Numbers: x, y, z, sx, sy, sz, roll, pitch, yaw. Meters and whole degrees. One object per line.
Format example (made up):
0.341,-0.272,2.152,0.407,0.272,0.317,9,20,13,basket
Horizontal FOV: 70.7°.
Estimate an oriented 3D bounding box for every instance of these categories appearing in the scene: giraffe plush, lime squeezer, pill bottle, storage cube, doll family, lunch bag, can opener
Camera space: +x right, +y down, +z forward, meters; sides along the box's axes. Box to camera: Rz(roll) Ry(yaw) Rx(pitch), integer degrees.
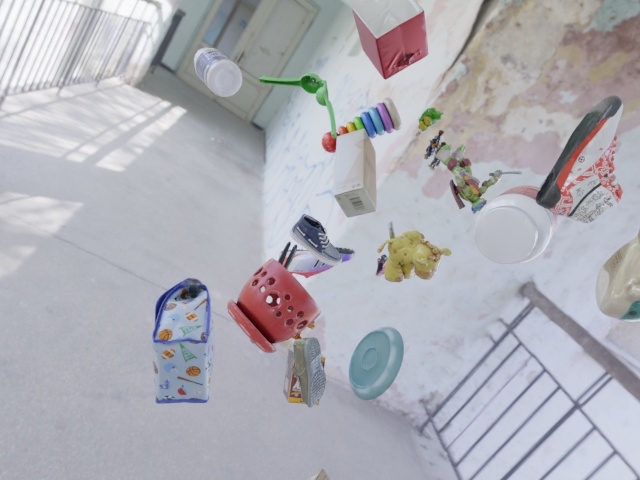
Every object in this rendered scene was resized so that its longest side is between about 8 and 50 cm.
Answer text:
0.294,0.048,1.359,0.170,0.181,0.210,23,-29,46,giraffe plush
-0.023,-0.363,1.117,0.109,0.059,0.310,-27,55,-28,lime squeezer
-0.285,-0.463,1.224,0.094,0.094,0.169,20,22,-44,pill bottle
0.246,-0.723,1.565,0.215,0.183,0.193,63,5,28,storage cube
0.475,-0.376,1.844,0.075,0.111,0.193,2,41,-14,doll family
0.652,-0.053,1.502,0.229,0.229,0.407,41,30,19,pill bottle
-0.531,0.379,1.762,0.238,0.328,0.386,5,30,-10,lunch bag
-0.133,0.091,1.568,0.059,0.186,0.073,17,10,-6,can opener

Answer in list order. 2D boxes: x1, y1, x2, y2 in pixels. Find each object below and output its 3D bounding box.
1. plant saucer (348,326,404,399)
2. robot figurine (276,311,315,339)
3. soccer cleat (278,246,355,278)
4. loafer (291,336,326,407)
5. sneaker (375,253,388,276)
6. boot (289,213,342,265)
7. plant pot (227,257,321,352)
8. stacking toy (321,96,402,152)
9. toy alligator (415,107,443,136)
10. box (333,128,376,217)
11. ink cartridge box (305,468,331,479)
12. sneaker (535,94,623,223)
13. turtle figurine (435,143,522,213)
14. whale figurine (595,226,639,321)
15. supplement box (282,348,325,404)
0.215,0.493,1.858,0.043,0.318,0.318,32,16,-22,plant saucer
-0.173,0.369,1.931,0.290,0.211,0.085,8,45,-43,robot figurine
-0.014,0.086,1.709,0.318,0.117,0.108,-6,-7,27,soccer cleat
-0.043,0.430,1.495,0.087,0.252,0.094,7,16,37,loafer
0.243,0.097,1.791,0.047,0.119,0.057,-23,63,-32,sneaker
0.000,0.000,1.388,0.190,0.086,0.069,33,42,-8,boot
-0.122,0.168,1.124,0.191,0.174,0.191,46,-10,11,plant pot
0.158,-0.453,1.849,0.141,0.330,0.141,-24,90,-83,stacking toy
0.356,-0.408,1.534,0.051,0.056,0.189,60,-15,0,toy alligator
0.135,-0.258,1.713,0.148,0.121,0.311,51,34,-48,box
-0.005,0.887,1.447,0.193,0.088,0.234,54,16,12,ink cartridge box
0.616,-0.168,1.001,0.144,0.270,0.090,25,21,-1,sneaker
0.564,-0.261,1.646,0.275,0.197,0.266,77,-12,-62,turtle figurine
0.800,0.081,1.119,0.141,0.272,0.216,18,34,15,whale figurine
-0.072,0.565,1.891,0.129,0.192,0.194,9,-8,-11,supplement box
